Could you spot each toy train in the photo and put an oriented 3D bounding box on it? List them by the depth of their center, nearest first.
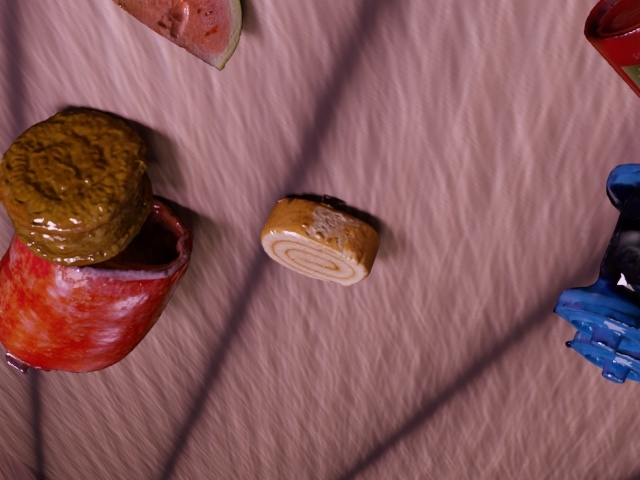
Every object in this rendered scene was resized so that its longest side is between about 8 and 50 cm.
[{"bbox_3d":[0.382,0.063,0.860,0.265,0.188,0.300,20,167,27],"label":"toy train"}]

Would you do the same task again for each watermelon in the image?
[{"bbox_3d":[-0.143,-0.243,0.866,0.163,0.087,0.069,28,-172,-47],"label":"watermelon"}]

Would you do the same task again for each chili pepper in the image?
[{"bbox_3d":[-0.332,0.039,1.286,0.251,0.229,0.305,18,140,-19],"label":"chili pepper"}]

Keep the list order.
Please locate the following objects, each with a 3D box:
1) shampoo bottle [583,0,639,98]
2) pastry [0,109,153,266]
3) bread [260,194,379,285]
[{"bbox_3d":[0.364,-0.112,0.776,0.314,0.076,0.118,38,141,-27],"label":"shampoo bottle"},{"bbox_3d":[-0.304,-0.067,1.118,0.188,0.189,0.103,15,152,8],"label":"pastry"},{"bbox_3d":[0.000,0.000,1.161,0.149,0.073,0.122,23,154,0],"label":"bread"}]
